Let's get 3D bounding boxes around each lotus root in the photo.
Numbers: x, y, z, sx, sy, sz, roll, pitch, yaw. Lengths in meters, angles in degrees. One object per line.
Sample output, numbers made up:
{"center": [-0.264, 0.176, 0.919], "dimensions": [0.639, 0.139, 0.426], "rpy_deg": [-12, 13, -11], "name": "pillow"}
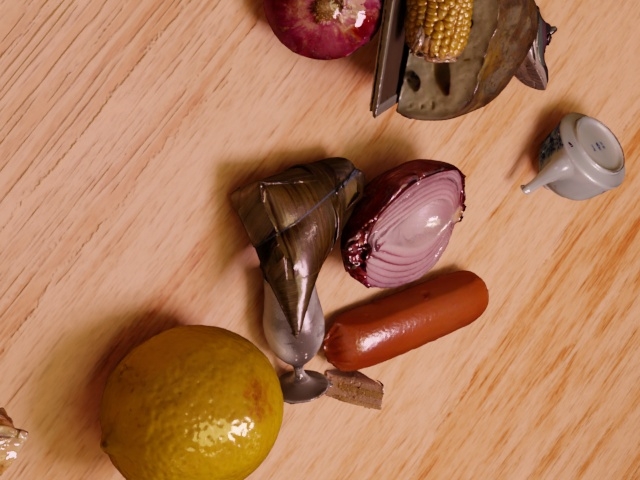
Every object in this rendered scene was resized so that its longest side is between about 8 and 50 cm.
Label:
{"center": [0.251, -0.309, 1.978], "dimensions": [0.260, 0.149, 0.267], "rpy_deg": [-10, 116, -62], "name": "lotus root"}

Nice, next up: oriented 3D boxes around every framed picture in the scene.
{"center": [0.126, -0.317, 1.902], "dimensions": [0.293, 0.018, 0.231], "rpy_deg": [-42, 142, -69], "name": "framed picture"}

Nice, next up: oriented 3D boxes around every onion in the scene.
{"center": [0.105, -0.031, 2.029], "dimensions": [0.283, 0.120, 0.227], "rpy_deg": [-19, 132, -47], "name": "onion"}
{"center": [0.006, -0.343, 1.801], "dimensions": [0.177, 0.153, 0.177], "rpy_deg": [0, 92, -18], "name": "onion"}

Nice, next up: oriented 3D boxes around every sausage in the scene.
{"center": [0.156, 0.135, 2.171], "dimensions": [0.348, 0.094, 0.097], "rpy_deg": [-20, 116, -32], "name": "sausage"}

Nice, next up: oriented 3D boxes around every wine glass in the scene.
{"center": [-0.038, 0.145, 2.007], "dimensions": [0.103, 0.103, 0.222], "rpy_deg": [-24, 123, -31], "name": "wine glass"}

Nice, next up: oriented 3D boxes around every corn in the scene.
{"center": [0.175, -0.399, 1.800], "dimensions": [0.106, 0.106, 0.293], "rpy_deg": [-4, 105, -39], "name": "corn"}

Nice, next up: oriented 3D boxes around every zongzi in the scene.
{"center": [0.000, 0.000, 1.922], "dimensions": [0.221, 0.112, 0.242], "rpy_deg": [-22, 89, -36], "name": "zongzi"}

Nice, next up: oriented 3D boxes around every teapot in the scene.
{"center": [0.458, -0.137, 2.294], "dimensions": [0.232, 0.159, 0.159], "rpy_deg": [-18, 119, -46], "name": "teapot"}

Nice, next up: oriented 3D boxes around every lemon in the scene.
{"center": [-0.185, 0.247, 1.831], "dimensions": [0.267, 0.267, 0.267], "rpy_deg": [-17, 118, -34], "name": "lemon"}

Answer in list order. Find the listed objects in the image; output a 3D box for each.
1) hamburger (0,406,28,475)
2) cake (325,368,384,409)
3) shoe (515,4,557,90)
{"center": [-0.482, 0.240, 1.601], "dimensions": [0.155, 0.207, 0.135], "rpy_deg": [41, 77, -47], "name": "hamburger"}
{"center": [0.061, 0.251, 2.123], "dimensions": [0.065, 0.121, 0.052], "rpy_deg": [-5, 105, -30], "name": "cake"}
{"center": [0.368, -0.341, 2.170], "dimensions": [0.099, 0.071, 0.169], "rpy_deg": [-43, 127, -21], "name": "shoe"}
